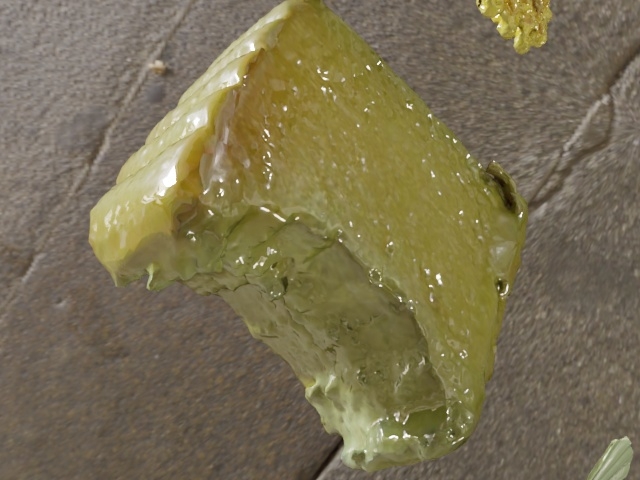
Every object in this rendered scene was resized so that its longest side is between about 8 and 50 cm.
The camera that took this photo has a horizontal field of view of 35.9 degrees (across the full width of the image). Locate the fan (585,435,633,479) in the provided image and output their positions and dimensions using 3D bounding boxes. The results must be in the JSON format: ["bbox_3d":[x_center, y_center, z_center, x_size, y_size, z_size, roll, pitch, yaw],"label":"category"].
[{"bbox_3d":[0.307,0.299,1.127,0.009,0.131,0.240,40,135,33],"label":"fan"}]

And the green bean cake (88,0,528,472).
[{"bbox_3d":[0.000,0.000,0.601,0.236,0.233,0.124,43,133,-18],"label":"green bean cake"}]

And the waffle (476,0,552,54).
[{"bbox_3d":[0.249,-0.424,1.415,0.060,0.311,0.307,-23,123,33],"label":"waffle"}]
